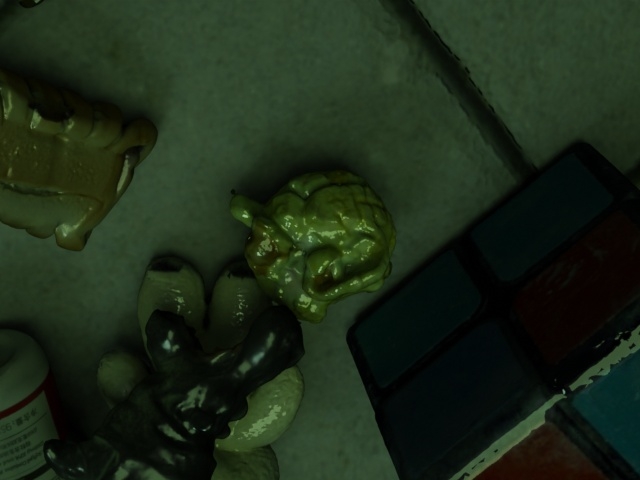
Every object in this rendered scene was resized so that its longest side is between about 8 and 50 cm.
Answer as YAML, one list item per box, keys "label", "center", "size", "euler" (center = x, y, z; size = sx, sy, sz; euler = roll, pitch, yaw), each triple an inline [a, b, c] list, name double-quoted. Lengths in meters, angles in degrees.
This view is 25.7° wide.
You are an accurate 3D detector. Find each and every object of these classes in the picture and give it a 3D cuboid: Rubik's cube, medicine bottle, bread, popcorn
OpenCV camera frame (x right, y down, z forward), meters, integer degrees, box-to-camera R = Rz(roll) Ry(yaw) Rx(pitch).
- label: "Rubik's cube"
  center: [0.249, 0.154, 1.278]
  size: [0.318, 0.316, 0.313]
  euler: [-39, 114, 8]
- label: "medicine bottle"
  center: [-0.291, 0.215, 1.313]
  size: [0.131, 0.131, 0.250]
  euler: [-13, 115, -4]
- label: "bread"
  center: [-0.254, -0.076, 1.195]
  size: [0.225, 0.081, 0.134]
  euler: [19, 101, -39]
- label: "popcorn"
  center: [0.000, 0.000, 1.274]
  size: [0.162, 0.135, 0.141]
  euler: [12, 143, 27]

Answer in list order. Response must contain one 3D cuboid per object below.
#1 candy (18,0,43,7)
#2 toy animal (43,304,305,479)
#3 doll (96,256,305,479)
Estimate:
- label: "candy"
  center: [-0.178, -0.323, 1.113]
  size: [0.297, 0.081, 0.187]
  euler: [-31, 115, 17]
- label: "toy animal"
  center: [-0.150, 0.192, 1.228]
  size: [0.168, 0.106, 0.343]
  euler: [24, 89, 10]
- label: "doll"
  center: [-0.106, 0.152, 1.338]
  size: [0.175, 0.149, 0.278]
  euler: [10, 100, 27]
